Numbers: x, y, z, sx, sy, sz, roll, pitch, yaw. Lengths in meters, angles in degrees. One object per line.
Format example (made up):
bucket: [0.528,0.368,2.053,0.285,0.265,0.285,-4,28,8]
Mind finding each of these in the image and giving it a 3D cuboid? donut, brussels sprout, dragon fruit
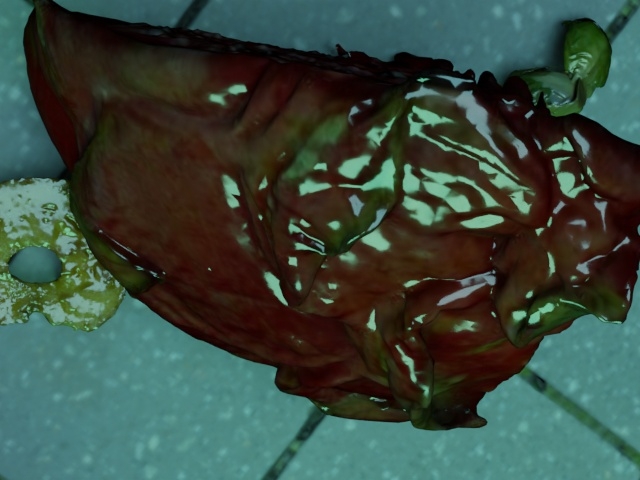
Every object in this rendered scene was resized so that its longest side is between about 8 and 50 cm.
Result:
donut: [-0.166,0.007,0.971,0.108,0.043,0.097,7,101,-15]
brussels sprout: [0.149,-0.101,1.026,0.083,0.046,0.051,-46,67,-2]
dragon fruit: [-0.003,0.010,0.851,0.286,0.329,0.228,8,100,-29]
